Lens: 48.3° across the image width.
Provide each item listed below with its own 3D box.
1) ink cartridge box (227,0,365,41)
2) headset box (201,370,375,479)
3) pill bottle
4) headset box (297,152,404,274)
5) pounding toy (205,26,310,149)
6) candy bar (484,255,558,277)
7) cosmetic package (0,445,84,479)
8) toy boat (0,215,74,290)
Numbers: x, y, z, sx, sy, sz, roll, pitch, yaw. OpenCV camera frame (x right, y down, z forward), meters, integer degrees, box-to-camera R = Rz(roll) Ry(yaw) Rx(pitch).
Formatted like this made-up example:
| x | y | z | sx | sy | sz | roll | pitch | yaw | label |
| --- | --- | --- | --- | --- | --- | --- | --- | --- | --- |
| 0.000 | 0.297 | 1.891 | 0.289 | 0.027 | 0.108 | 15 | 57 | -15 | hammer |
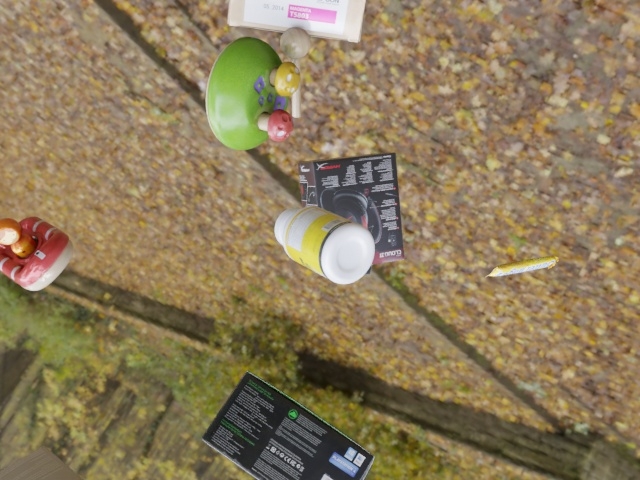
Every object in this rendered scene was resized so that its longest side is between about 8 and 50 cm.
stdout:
| x | y | z | sx | sy | sz | roll | pitch | yaw | label |
| --- | --- | --- | --- | --- | --- | --- | --- | --- | --- |
| -0.040 | -0.449 | 1.280 | 0.234 | 0.193 | 0.088 | 6 | 129 | -6 | ink cartridge box |
| -0.042 | 0.361 | 1.210 | 0.246 | 0.131 | 0.283 | 31 | 165 | 14 | headset box |
| 0.000 | 0.000 | 1.204 | 0.103 | 0.103 | 0.184 | 45 | 168 | -36 | pill bottle |
| 0.075 | -0.055 | 1.713 | 0.218 | 0.293 | 0.110 | -10 | -171 | -21 | headset box |
| -0.069 | -0.239 | 1.165 | 0.110 | 0.237 | 0.183 | 18 | 127 | 30 | pounding toy |
| 0.405 | 0.052 | 1.427 | 0.161 | 0.018 | 0.040 | -8 | 153 | -20 | candy bar |
| -0.374 | 0.402 | 0.997 | 0.238 | 0.127 | 0.107 | 22 | 126 | 39 | cosmetic package |
| -0.662 | 0.008 | 1.585 | 0.231 | 0.151 | 0.151 | 22 | 158 | 40 | toy boat |
